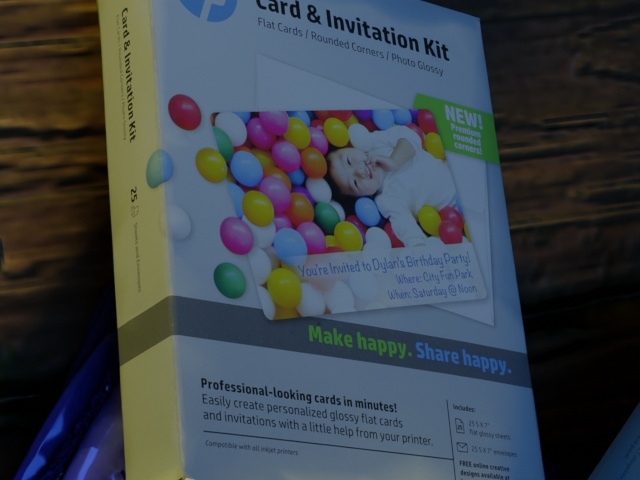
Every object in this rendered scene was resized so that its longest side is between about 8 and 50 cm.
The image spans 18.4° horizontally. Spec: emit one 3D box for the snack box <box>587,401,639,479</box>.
[{"bbox_3d":[0.189,0.179,0.711,0.187,0.060,0.322,-50,125,-33],"label":"snack box"}]

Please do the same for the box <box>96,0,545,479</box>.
[{"bbox_3d":[0.000,0.000,0.642,0.145,0.038,0.186,12,61,-36],"label":"box"}]

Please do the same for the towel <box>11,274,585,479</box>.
[{"bbox_3d":[0.018,0.162,0.675,0.308,0.076,0.227,33,76,-23],"label":"towel"}]
